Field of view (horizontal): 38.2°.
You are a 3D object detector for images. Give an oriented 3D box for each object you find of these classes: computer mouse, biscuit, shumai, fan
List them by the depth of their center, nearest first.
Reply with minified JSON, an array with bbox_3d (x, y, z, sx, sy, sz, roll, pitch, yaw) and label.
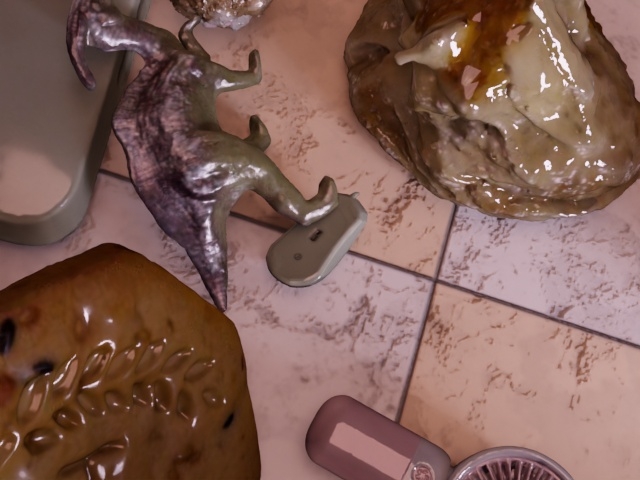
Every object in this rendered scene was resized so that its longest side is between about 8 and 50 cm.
[{"bbox_3d":[-0.146,0.182,0.605,0.046,0.359,0.359,5,66,33],"label":"biscuit"},{"bbox_3d":[0.100,0.206,0.746,0.244,0.074,0.130,29,71,3],"label":"fan"},{"bbox_3d":[0.182,-0.175,0.789,0.314,0.262,0.267,42,72,5],"label":"shumai"},{"bbox_3d":[0.000,0.000,0.821,0.056,0.032,0.110,34,71,22],"label":"computer mouse"}]

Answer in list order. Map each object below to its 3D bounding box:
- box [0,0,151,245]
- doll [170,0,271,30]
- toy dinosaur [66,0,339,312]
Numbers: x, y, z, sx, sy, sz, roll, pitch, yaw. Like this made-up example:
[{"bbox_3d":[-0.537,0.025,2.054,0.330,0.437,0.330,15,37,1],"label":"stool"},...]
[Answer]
[{"bbox_3d":[-0.349,-0.204,0.817,0.367,0.090,0.373,14,69,-4],"label":"box"},{"bbox_3d":[-0.089,-0.303,0.880,0.105,0.115,0.221,1,65,3],"label":"doll"},{"bbox_3d":[-0.106,-0.095,0.791,0.162,0.077,0.294,-27,84,-33],"label":"toy dinosaur"}]
